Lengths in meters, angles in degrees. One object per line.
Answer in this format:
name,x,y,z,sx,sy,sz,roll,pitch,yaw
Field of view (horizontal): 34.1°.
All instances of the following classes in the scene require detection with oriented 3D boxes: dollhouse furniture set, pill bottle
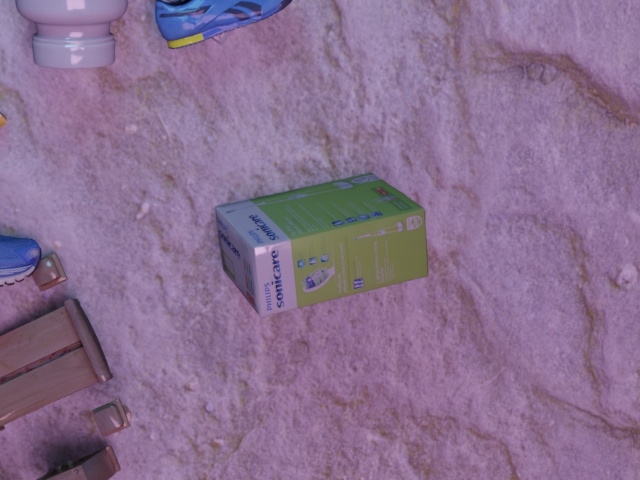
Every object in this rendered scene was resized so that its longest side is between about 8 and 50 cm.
dollhouse furniture set,-0.468,0.243,1.645,0.303,0.174,0.356,-24,87,1
pill bottle,-0.337,-0.376,1.409,0.152,0.152,0.272,-7,111,-20

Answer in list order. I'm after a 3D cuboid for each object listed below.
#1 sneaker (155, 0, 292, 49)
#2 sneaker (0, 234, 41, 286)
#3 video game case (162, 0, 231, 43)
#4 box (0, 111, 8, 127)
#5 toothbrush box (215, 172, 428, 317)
sneaker,-0.140,-0.349,1.525,0.209,0.069,0.082,-21,112,-13
sneaker,-0.541,-0.023,1.461,0.330,0.129,0.147,15,90,-39
video game case,-0.168,-0.393,1.547,0.157,0.019,0.143,33,94,-29
box,-0.520,-0.192,1.472,0.081,0.028,0.136,-43,116,-3
toothbrush box,0.000,0.000,1.652,0.283,0.206,0.122,-12,113,-19
